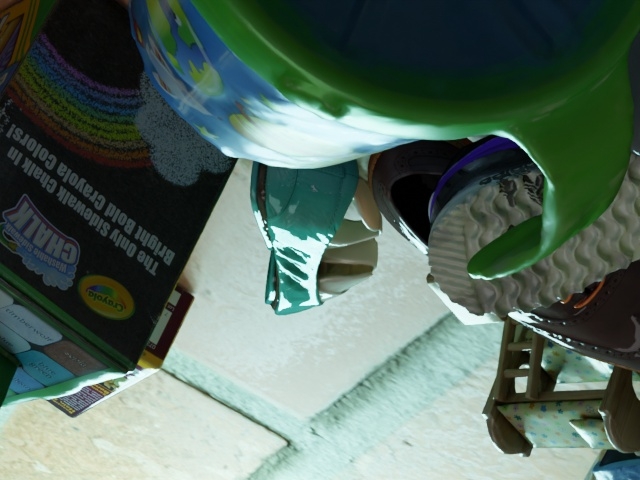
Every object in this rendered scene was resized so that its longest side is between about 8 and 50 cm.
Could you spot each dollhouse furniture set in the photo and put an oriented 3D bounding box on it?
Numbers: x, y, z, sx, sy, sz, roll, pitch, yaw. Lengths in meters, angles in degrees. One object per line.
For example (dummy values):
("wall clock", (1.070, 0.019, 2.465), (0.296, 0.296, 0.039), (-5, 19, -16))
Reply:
("dollhouse furniture set", (0.184, 0.073, 1.216), (0.182, 0.101, 0.161), (-8, 136, 43))

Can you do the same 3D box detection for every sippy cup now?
("sippy cup", (0.012, -0.137, 0.823), (0.240, 0.305, 0.224), (4, 167, -18))

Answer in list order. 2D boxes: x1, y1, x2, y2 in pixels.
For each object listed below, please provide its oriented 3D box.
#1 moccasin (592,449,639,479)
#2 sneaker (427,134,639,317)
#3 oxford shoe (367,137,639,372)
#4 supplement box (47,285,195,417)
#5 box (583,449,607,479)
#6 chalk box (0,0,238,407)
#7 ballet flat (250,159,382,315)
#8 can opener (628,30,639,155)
("moccasin", (0.348, 0.143, 1.200), (0.342, 0.117, 0.138), (4, 133, 39))
("sneaker", (0.201, -0.052, 1.013), (0.293, 0.146, 0.102), (-11, 114, 5))
("oxford shoe", (0.148, 0.022, 1.137), (0.271, 0.098, 0.097), (28, 105, -5))
("supplement box", (-0.205, 0.078, 1.525), (0.104, 0.081, 0.188), (35, 148, -17))
("box", (0.237, 0.314, 1.418), (0.127, 0.232, 0.148), (22, 150, 7))
("chalk box", (-0.209, -0.005, 1.196), (0.180, 0.289, 0.179), (41, 146, -24))
("ballet flat", (0.000, 0.000, 1.239), (0.087, 0.083, 0.247), (8, 160, 4))
("can opener", (0.178, -0.169, 0.823), (0.095, 0.076, 0.283), (51, 151, 32))
